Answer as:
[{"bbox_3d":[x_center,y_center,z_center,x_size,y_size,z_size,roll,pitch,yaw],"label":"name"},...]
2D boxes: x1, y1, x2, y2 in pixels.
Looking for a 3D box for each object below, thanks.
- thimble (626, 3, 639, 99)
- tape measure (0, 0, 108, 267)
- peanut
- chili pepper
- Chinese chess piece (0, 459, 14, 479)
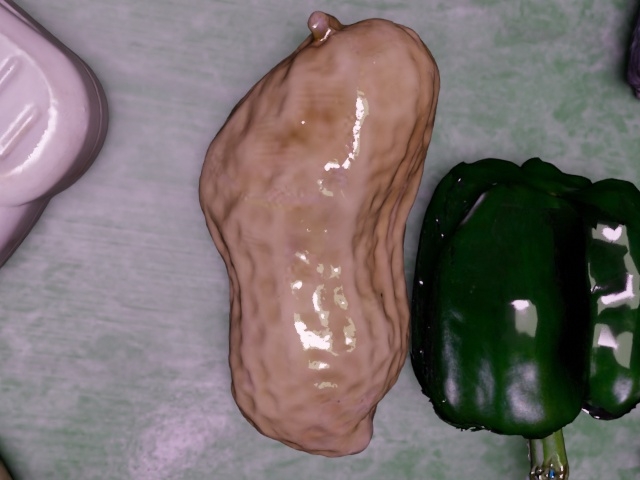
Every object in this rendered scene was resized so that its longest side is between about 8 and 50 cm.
[{"bbox_3d":[0.297,-0.146,0.647,0.150,0.150,0.097,8,93,-11],"label":"thimble"},{"bbox_3d":[-0.283,-0.089,0.563,0.258,0.130,0.265,41,94,-9],"label":"tape measure"},{"bbox_3d":[-0.006,-0.005,0.614,0.143,0.159,0.291,-9,110,-44],"label":"peanut"},{"bbox_3d":[0.143,0.076,0.633,0.174,0.165,0.261,-12,111,-30],"label":"chili pepper"},{"bbox_3d":[-0.324,0.221,0.598,0.257,0.104,0.257,-1,97,-10],"label":"Chinese chess piece"}]
